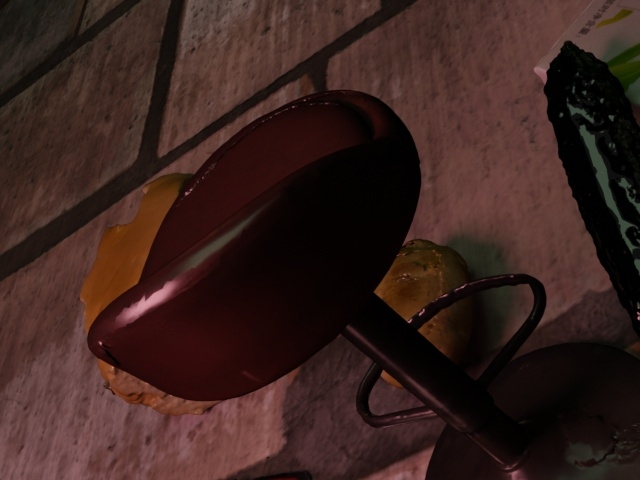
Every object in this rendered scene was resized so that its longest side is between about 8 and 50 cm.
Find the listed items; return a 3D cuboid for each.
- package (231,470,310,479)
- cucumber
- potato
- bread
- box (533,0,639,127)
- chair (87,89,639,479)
[{"bbox_3d":[-0.136,0.306,0.968,0.269,0.071,0.194,-13,47,24],"label":"package"},{"bbox_3d":[0.224,-0.029,0.786,0.072,0.072,0.300,-32,60,24],"label":"cucumber"},{"bbox_3d":[0.085,0.060,0.943,0.107,0.080,0.170,-41,27,31],"label":"potato"},{"bbox_3d":[-0.158,0.067,1.142,0.211,0.184,0.224,-43,30,18],"label":"bread"},{"bbox_3d":[0.338,-0.186,0.885,0.260,0.111,0.194,-48,32,-3],"label":"box"},{"bbox_3d":[0.044,0.064,0.691,0.226,0.401,0.226,-30,37,26],"label":"chair"}]
